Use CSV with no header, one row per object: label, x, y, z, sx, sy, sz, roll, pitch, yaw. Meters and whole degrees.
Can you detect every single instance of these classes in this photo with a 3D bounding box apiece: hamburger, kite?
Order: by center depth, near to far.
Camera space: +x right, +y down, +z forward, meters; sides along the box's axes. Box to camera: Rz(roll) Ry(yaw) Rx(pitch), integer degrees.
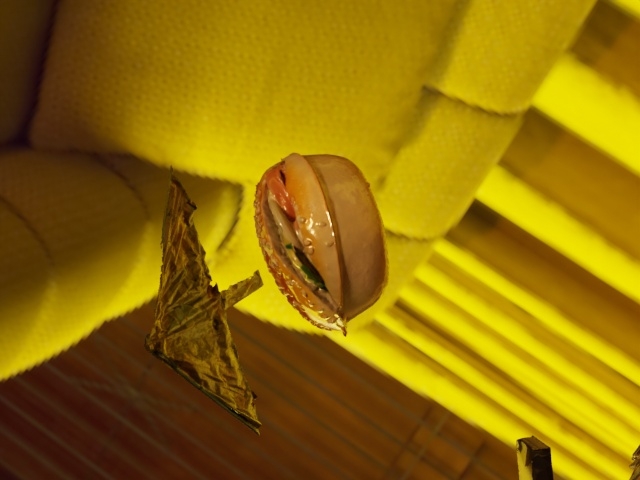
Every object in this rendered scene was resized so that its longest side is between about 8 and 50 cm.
hamburger,-0.001,-0.003,1.613,0.147,0.237,0.237,-17,162,-5
kite,-0.154,0.092,1.871,0.014,0.406,0.368,-15,-173,24

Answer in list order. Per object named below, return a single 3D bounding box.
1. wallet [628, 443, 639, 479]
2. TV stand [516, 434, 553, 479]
wallet,0.349,0.150,1.064,0.195,0.161,0.042,110,-13,-49
TV stand,0.228,0.314,1.373,0.042,0.036,0.249,-14,111,-18
